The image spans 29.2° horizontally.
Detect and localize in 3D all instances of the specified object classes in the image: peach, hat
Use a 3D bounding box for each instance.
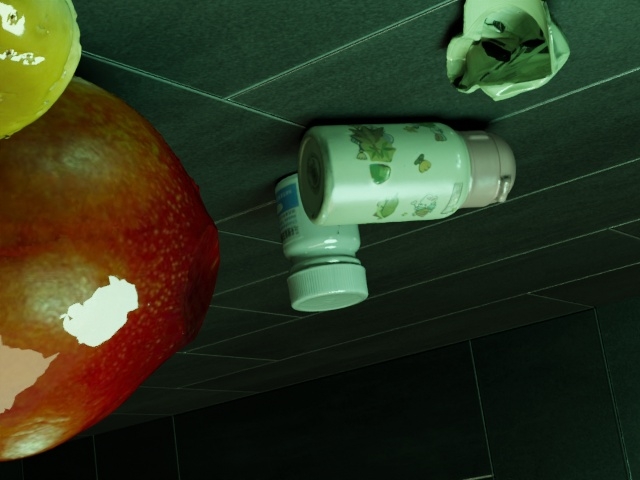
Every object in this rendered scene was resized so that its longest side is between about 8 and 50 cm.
[{"bbox_3d":[-0.286,0.017,1.157,0.388,0.388,0.388,-8,165,-2],"label":"peach"},{"bbox_3d":[0.180,-0.200,1.171,0.122,0.081,0.166,27,159,22],"label":"hat"}]

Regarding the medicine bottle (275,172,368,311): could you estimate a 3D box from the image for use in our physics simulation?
[{"bbox_3d":[0.000,0.000,1.591,0.105,0.168,0.105,-8,164,-2],"label":"medicine bottle"}]

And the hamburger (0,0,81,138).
[{"bbox_3d":[-0.283,-0.167,0.834,0.244,0.163,0.244,-6,164,-2],"label":"hamburger"}]

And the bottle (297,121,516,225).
[{"bbox_3d":[0.107,-0.081,1.450,0.253,0.120,0.120,-4,164,-20],"label":"bottle"}]
